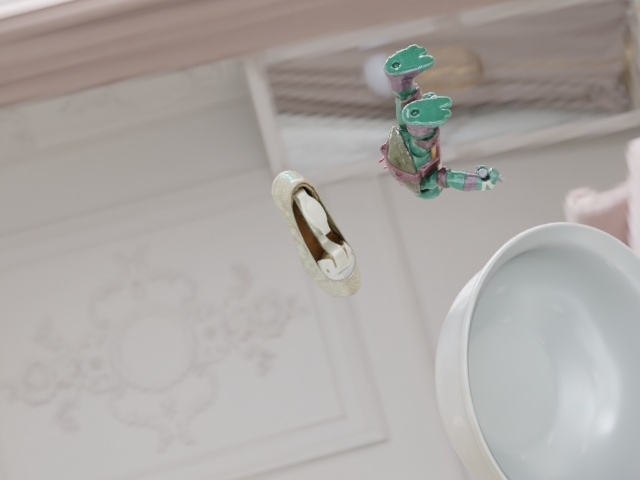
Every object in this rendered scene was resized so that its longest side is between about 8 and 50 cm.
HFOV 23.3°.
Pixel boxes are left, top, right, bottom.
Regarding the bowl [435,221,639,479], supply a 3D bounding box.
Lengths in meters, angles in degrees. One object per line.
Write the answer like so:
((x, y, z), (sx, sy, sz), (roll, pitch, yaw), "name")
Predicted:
((0.214, 0.139, 1.506), (0.134, 0.297, 0.298), (-19, 85, 53), "bowl")

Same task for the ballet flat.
((0.000, 0.000, 1.661), (0.168, 0.057, 0.052), (57, 164, -24), "ballet flat")

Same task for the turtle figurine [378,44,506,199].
((0.129, -0.110, 1.795), (0.175, 0.118, 0.234), (51, 172, 32), "turtle figurine")
